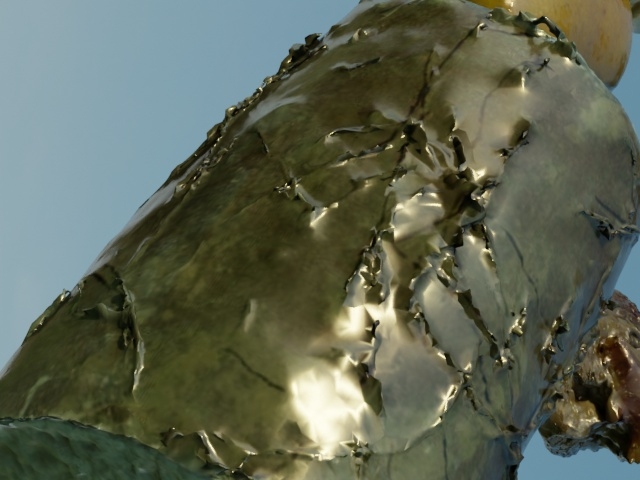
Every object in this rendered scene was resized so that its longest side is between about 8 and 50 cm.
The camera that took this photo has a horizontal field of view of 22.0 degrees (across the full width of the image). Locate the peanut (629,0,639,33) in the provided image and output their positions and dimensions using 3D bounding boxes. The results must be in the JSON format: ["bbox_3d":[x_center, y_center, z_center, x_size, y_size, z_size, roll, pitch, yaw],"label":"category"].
[{"bbox_3d":[0.258,-0.209,1.244,0.214,0.099,0.099,145,-51,-78],"label":"peanut"}]

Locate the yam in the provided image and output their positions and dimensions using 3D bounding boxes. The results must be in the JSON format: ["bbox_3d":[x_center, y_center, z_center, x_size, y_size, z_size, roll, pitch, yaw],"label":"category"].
[{"bbox_3d":[0.000,0.054,0.776,0.348,0.241,0.241,-54,-170,-30],"label":"yam"}]

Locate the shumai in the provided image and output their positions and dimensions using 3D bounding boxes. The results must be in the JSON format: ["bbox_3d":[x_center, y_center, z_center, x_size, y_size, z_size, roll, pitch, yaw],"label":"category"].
[{"bbox_3d":[0.219,0.100,1.220,0.139,0.105,0.123,-56,145,-65],"label":"shumai"}]

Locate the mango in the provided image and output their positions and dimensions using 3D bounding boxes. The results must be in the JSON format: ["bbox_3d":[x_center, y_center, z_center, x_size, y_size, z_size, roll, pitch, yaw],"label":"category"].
[{"bbox_3d":[0.115,-0.147,1.041,0.167,0.262,0.130,44,-70,10],"label":"mango"}]
